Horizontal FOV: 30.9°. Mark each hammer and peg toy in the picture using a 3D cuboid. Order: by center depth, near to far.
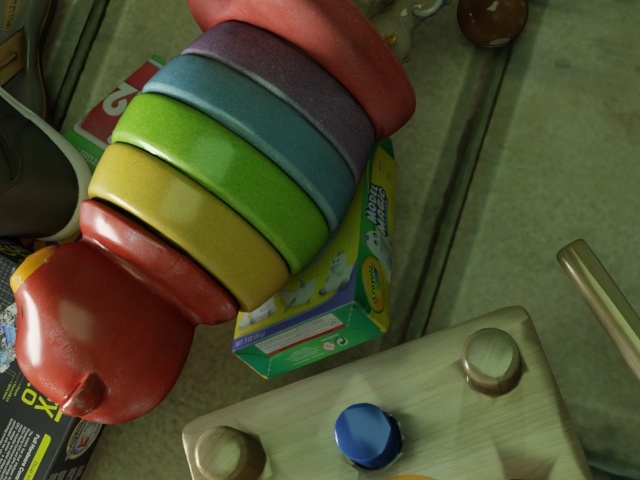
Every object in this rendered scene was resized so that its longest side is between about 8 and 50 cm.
[{"bbox_3d":[0.107,0.174,0.750,0.361,0.127,0.266,-21,71,5],"label":"hammer and peg toy"}]

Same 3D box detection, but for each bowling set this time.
[{"bbox_3d":[0.047,-0.178,0.829,0.200,0.287,0.154,43,94,-16],"label":"bowling set"}]

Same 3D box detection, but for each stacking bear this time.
[{"bbox_3d":[-0.083,-0.018,0.728,0.164,0.175,0.289,40,78,-19],"label":"stacking bear"}]

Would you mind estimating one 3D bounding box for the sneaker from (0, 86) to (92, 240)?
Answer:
[{"bbox_3d":[-0.309,-0.097,0.822,0.295,0.147,0.105,33,101,18],"label":"sneaker"}]

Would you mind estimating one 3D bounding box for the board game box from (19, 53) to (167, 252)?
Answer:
[{"bbox_3d":[-0.184,-0.017,0.903,0.259,0.039,0.124,-42,72,1],"label":"board game box"}]

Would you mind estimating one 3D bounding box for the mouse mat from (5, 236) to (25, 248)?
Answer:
[{"bbox_3d":[-0.301,0.050,0.896,0.189,0.007,0.153,-42,74,13],"label":"mouse mat"}]

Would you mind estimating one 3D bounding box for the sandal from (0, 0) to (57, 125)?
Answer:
[{"bbox_3d":[-0.257,-0.139,0.919,0.090,0.060,0.219,-2,74,32],"label":"sandal"}]

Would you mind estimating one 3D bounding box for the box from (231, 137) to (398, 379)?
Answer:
[{"bbox_3d":[0.000,0.000,0.806,0.105,0.043,0.179,-25,38,29],"label":"box"}]

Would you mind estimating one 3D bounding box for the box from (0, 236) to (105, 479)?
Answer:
[{"bbox_3d":[-0.274,0.128,0.841,0.216,0.060,0.270,27,95,15],"label":"box"}]
